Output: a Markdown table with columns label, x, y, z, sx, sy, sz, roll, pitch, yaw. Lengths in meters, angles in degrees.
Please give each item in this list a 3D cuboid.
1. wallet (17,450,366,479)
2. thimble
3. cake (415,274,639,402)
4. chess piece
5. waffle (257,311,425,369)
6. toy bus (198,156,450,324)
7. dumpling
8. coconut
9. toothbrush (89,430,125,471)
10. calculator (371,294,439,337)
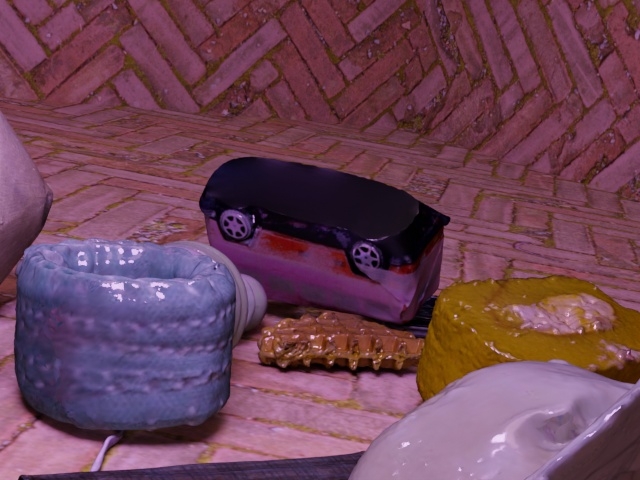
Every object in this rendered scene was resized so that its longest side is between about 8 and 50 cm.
| label | x | y | z | sx | sy | sz | roll | pitch | yaw |
| --- | --- | --- | --- | --- | --- | --- | --- | --- | --- |
| wallet | -0.057 | 0.212 | 0.897 | 0.317 | 0.044 | 0.169 | 3 | 15 | -25 |
| thimble | -0.193 | 0.082 | 1.119 | 0.235 | 0.143 | 0.198 | 8 | 10 | 26 |
| cake | 0.237 | 0.133 | 1.235 | 0.260 | 0.156 | 0.179 | -3 | 33 | -29 |
| chess piece | -0.119 | 0.073 | 1.351 | 0.139 | 0.139 | 0.271 | 13 | 1 | 14 |
| waffle | 0.022 | 0.123 | 1.359 | 0.160 | 0.046 | 0.192 | 17 | 15 | 34 |
| toy bus | 0.000 | 0.000 | 1.458 | 0.302 | 0.147 | 0.127 | 12 | 37 | 23 |
| dumpling | 0.116 | 0.169 | 0.703 | 0.211 | 0.270 | 0.321 | 8 | 52 | 39 |
| coconut | -0.421 | -0.040 | 1.298 | 0.247 | 0.245 | 0.245 | 8 | 12 | -13 |
| toothbrush | -0.183 | 0.178 | 1.026 | 0.013 | 0.011 | 0.131 | 15 | 11 | -2 |
| calculator | 0.139 | 0.096 | 1.563 | 0.165 | 0.028 | 0.274 | 8 | 6 | -8 |
